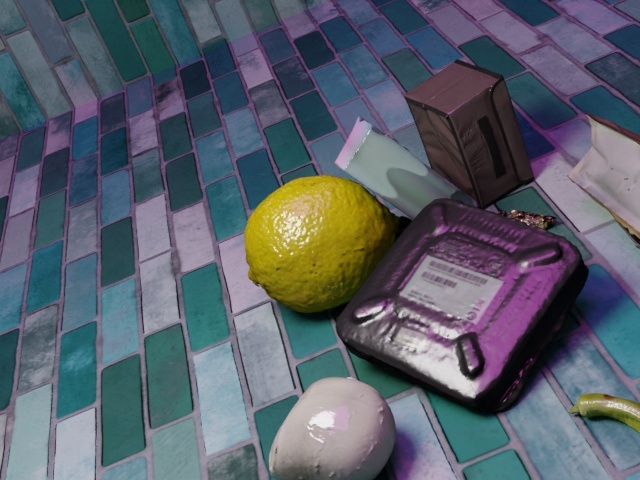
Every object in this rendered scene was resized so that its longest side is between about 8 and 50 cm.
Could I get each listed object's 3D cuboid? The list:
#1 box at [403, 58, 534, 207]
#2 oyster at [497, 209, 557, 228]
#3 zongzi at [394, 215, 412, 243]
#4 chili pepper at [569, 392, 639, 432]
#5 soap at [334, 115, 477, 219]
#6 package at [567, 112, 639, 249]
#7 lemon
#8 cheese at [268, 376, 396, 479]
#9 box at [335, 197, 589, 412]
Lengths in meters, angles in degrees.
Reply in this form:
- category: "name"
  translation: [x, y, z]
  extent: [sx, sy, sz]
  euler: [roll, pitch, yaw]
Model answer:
- category: "box"
  translation: [0.315, -0.224, 2.193]
  extent: [0.153, 0.252, 0.188]
  euler: [-32, 32, -13]
- category: "oyster"
  translation: [0.407, -0.042, 2.062]
  extent: [0.132, 0.029, 0.086]
  euler: [-14, 30, 19]
- category: "zongzi"
  translation: [0.194, -0.025, 2.164]
  extent: [0.109, 0.055, 0.119]
  euler: [2, 27, 33]
- category: "chili pepper"
  translation: [0.461, 0.262, 1.520]
  extent: [0.049, 0.043, 0.208]
  euler: [-27, 28, -33]
- category: "soap"
  translation: [0.165, -0.120, 2.052]
  extent: [0.109, 0.324, 0.193]
  euler: [-54, 33, 5]
- category: "package"
  translation: [0.605, -0.089, 1.916]
  extent: [0.165, 0.221, 0.311]
  euler: [-60, 28, 15]
- category: "lemon"
  translation: [0.000, 0.000, 2.041]
  extent: [0.322, 0.268, 0.268]
  euler: [-29, 30, -2]
- category: "cheese"
  translation: [0.027, 0.305, 1.640]
  extent: [0.189, 0.154, 0.198]
  euler: [7, 41, 33]
- category: "box"
  translation: [0.243, 0.101, 1.789]
  extent: [0.359, 0.091, 0.350]
  euler: [21, 64, 38]
